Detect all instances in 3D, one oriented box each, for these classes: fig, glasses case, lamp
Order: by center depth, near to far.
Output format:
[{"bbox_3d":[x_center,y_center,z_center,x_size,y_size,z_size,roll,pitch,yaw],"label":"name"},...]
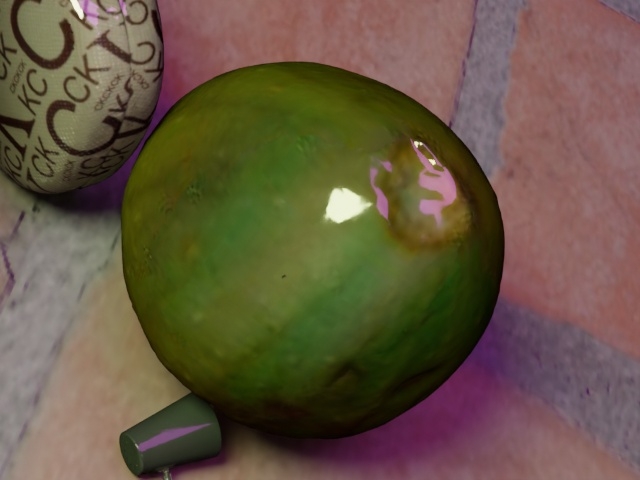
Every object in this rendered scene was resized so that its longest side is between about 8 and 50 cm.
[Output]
[{"bbox_3d":[-0.055,0.129,0.620,0.054,0.041,0.121,-17,66,-31],"label":"lamp"},{"bbox_3d":[0.000,0.000,0.644,0.181,0.191,0.181,7,77,-30],"label":"fig"},{"bbox_3d":[-0.177,-0.187,0.690,0.085,0.137,0.355,-15,69,-38],"label":"glasses case"}]
